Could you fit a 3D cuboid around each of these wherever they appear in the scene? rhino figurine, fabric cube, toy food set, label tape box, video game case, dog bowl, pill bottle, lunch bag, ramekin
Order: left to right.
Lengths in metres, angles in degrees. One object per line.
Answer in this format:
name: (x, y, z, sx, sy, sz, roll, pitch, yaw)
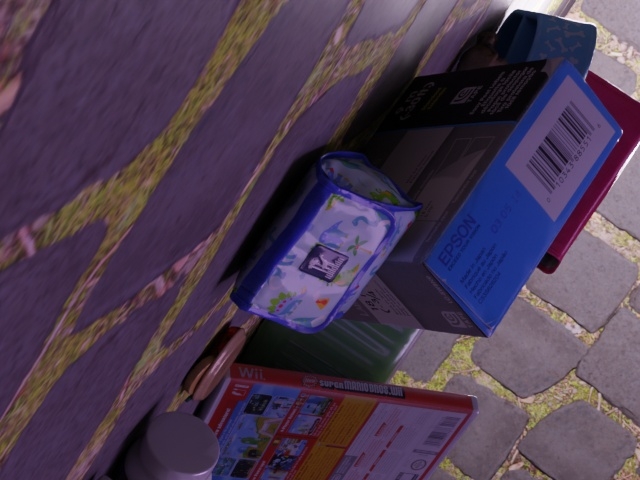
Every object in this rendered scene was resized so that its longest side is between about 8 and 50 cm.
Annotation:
pill bottle: (-0.139, 0.213, 1.229, 0.078, 0.078, 0.137, -49, 171, -50)
toy food set: (-0.096, 0.113, 1.306, 0.083, 0.020, 0.082, -54, 174, -20)
lunch bag: (0.000, 0.000, 1.153, 0.129, 0.096, 0.151, -55, 161, 15)
video game case: (0.003, 0.215, 1.555, 0.204, 0.285, 0.025, 119, -26, -45)
ramekin: (0.042, 0.088, 1.660, 0.303, 0.148, 0.303, -55, 174, -8)
label tape box: (0.089, -0.041, 1.363, 0.240, 0.106, 0.334, -54, -154, -20)
rhino figurine: (0.156, -0.133, 1.726, 0.243, 0.073, 0.106, -60, 179, 18)
dog bowl: (0.269, -0.220, 1.844, 0.297, 0.074, 0.166, -108, -139, -78)
fabric cube: (0.317, -0.131, 2.160, 0.258, 0.259, 0.254, -55, 173, -3)

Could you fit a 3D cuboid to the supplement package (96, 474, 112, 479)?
supplement package: (-0.198, 0.358, 1.071, 0.293, 0.175, 0.177, -48, 171, -51)
